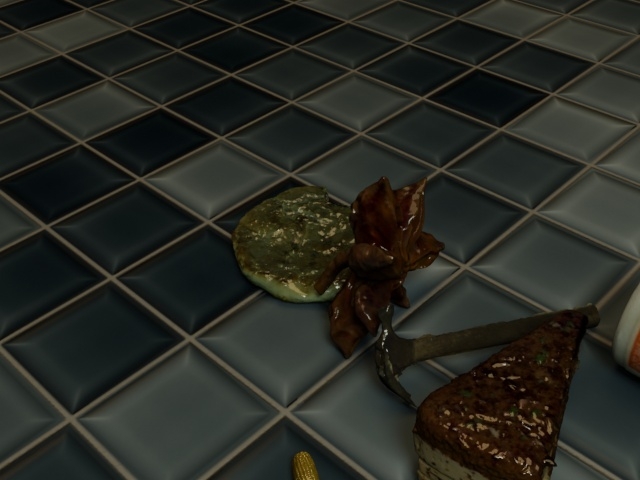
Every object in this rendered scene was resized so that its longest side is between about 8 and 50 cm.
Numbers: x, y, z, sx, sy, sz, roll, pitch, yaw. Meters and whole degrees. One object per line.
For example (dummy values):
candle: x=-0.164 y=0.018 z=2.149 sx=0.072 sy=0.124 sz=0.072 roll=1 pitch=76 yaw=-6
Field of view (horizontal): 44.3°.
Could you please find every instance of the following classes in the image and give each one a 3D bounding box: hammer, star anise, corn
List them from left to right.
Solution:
corn: x=-0.011 y=0.243 z=0.767 sx=0.027 sy=0.028 sz=0.083 roll=9 pitch=34 yaw=-21
star anise: x=0.069 y=0.019 z=0.910 sx=0.111 sy=0.196 sz=0.212 roll=35 pitch=69 yaw=16
hammer: x=0.195 y=0.108 z=0.888 sx=0.297 sy=0.125 sz=0.027 roll=-9 pitch=13 yaw=-23

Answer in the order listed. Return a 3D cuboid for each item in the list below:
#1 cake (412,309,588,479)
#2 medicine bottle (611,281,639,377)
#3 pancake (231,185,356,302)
cake: x=0.184 y=0.161 z=0.799 sx=0.135 sy=0.112 sz=0.246 roll=12 pitch=40 yaw=21
medicine bottle: x=0.445 y=0.126 z=0.808 sx=0.252 sy=0.144 sz=0.144 roll=29 pitch=47 yaw=34
pancake: x=0.000 y=0.000 z=1.070 sx=0.253 sy=0.037 sz=0.253 roll=-2 pitch=38 yaw=1
